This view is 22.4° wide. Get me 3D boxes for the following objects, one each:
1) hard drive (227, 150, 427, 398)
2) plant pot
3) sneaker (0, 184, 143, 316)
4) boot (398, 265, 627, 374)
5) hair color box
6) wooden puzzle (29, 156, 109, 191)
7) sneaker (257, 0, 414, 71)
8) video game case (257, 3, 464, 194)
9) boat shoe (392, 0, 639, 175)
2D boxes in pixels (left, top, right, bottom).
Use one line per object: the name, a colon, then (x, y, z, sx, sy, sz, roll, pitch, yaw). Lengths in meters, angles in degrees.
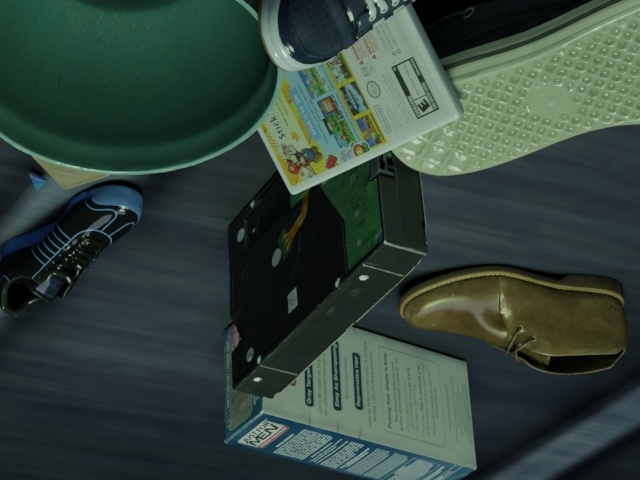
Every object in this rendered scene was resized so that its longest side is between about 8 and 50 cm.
hard drive: (0.000, 0.000, 1.824, 0.064, 0.237, 0.339, 15, 140, -26)
plant pot: (-0.186, -0.226, 1.515, 0.293, 0.196, 0.293, -3, 145, -2)
sneaker: (-0.302, 0.017, 1.945, 0.232, 0.090, 0.081, -29, 138, 32)
boot: (0.255, 0.108, 2.112, 0.305, 0.115, 0.112, 2, 147, -6)
hair color box: (0.040, 0.217, 2.193, 0.347, 0.174, 0.105, 19, 141, -29)
wooden puzzle: (-0.286, -0.092, 1.860, 0.116, 0.014, 0.078, -12, 140, 11)
sneaker: (0.073, -0.242, 1.444, 0.153, 0.282, 0.099, -4, 116, 42)
video game case: (0.006, -0.185, 1.617, 0.206, 0.026, 0.227, -24, 98, 27)
boat shoe: (0.297, -0.201, 1.627, 0.500, 0.156, 0.187, -14, 130, 22)
